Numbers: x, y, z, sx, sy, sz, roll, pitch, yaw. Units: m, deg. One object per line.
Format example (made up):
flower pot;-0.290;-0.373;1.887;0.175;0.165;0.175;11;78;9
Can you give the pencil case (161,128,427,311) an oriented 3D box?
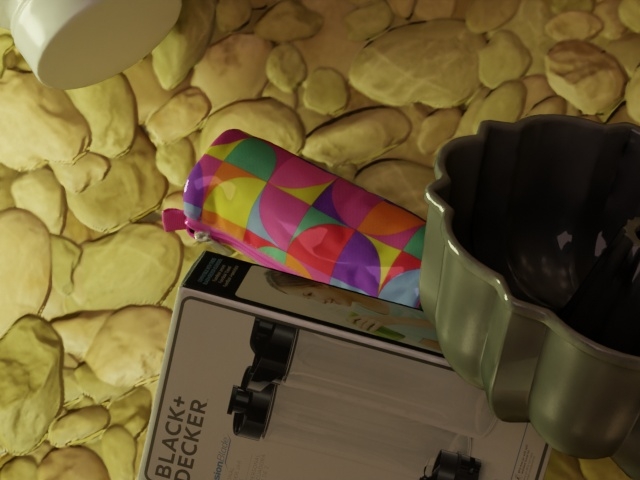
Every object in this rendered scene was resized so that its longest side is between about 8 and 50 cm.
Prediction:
pencil case;0.000;0.000;1.488;0.236;0.104;0.104;24;90;20

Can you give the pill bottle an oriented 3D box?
pill bottle;-0.241;-0.277;1.575;0.161;0.161;0.283;-36;73;10

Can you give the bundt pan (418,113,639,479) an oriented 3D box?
bundt pan;0.218;0.048;1.316;0.331;0.331;0.124;28;123;20

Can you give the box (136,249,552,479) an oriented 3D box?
box;0.024;0.131;1.399;0.290;0.087;0.169;16;110;4
